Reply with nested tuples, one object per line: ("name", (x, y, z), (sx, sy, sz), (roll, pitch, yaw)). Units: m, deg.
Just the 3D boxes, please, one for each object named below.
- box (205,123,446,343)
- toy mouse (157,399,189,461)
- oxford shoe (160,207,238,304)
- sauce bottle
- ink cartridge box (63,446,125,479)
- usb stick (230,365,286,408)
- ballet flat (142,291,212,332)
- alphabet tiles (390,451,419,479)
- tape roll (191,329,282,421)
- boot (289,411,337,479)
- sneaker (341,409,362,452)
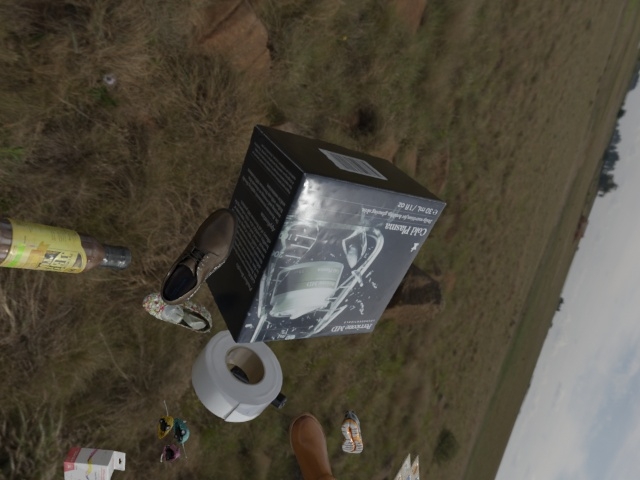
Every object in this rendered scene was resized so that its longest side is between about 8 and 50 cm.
("box", (0.000, 0.000, 1.126), (0.479, 0.297, 0.472), (5, 122, -37))
("toy mouse", (-0.380, 0.526, 1.072), (0.031, 0.143, 0.161), (10, 95, -53))
("oxford shoe", (-0.237, 0.034, 0.811), (0.227, 0.082, 0.096), (-60, -174, -6))
("sauce bottle", (-0.642, 0.023, 1.014), (0.344, 0.111, 0.111), (17, 93, -59))
("ink cartridge box", (-0.863, 0.866, 1.559), (0.067, 0.198, 0.115), (-98, -160, -62))
("usb stick", (-0.272, 0.637, 1.771), (0.045, 0.278, 0.077), (-65, 168, 18))
("ballet flat", (-0.404, 0.215, 1.192), (0.091, 0.077, 0.241), (-51, 141, 4))
("alphabet tiles", (0.226, 0.804, 1.173), (0.285, 0.011, 0.343), (-28, 118, -49))
("tape roll", (-0.267, 0.434, 1.325), (0.100, 0.286, 0.286), (-50, 158, 24))
("boot", (-0.005, 0.633, 1.094), (0.109, 0.220, 0.284), (-7, 91, -15))
("sneaker", (0.128, 0.773, 1.634), (0.083, 0.084, 0.215), (-76, 165, -60))
